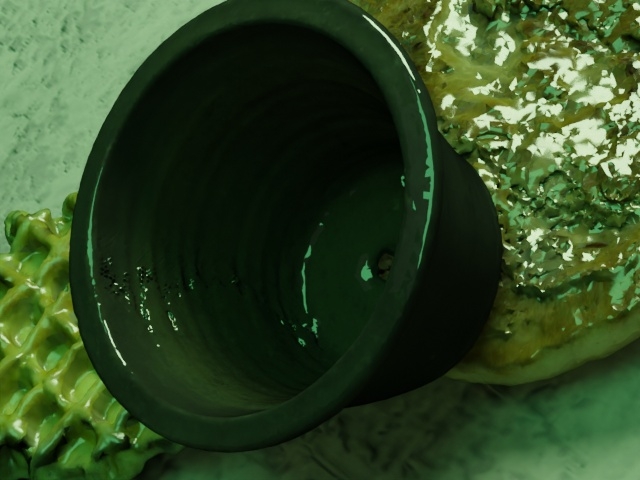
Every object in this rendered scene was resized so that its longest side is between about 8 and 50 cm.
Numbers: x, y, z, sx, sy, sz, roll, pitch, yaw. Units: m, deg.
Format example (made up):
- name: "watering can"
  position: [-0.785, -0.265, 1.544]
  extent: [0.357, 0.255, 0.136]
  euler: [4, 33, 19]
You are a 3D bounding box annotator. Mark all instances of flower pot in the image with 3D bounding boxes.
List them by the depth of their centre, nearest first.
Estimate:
- name: "flower pot"
  position: [0.000, 0.000, 0.972]
  extent: [0.235, 0.148, 0.235]
  euler: [-10, 73, 34]

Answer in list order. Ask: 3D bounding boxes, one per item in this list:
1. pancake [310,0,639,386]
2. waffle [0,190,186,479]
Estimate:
- name: "pancake"
  position: [0.114, -0.071, 1.077]
  extent: [0.356, 0.065, 0.356]
  euler: [-14, 51, 19]
- name: "waffle"
  position: [-0.125, 0.051, 1.109]
  extent: [0.204, 0.054, 0.223]
  euler: [-16, 52, 17]
